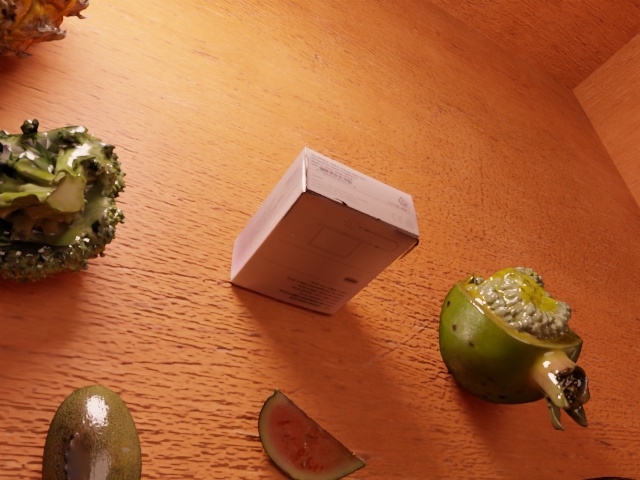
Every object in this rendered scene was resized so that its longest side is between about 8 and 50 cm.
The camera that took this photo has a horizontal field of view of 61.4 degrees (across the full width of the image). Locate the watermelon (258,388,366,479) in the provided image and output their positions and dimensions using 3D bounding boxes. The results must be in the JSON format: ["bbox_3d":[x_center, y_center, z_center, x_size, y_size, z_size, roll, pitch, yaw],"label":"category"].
[{"bbox_3d":[-0.024,0.275,0.759,0.163,0.087,0.069,42,10,-5],"label":"watermelon"}]

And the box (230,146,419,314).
[{"bbox_3d":[0.000,0.000,0.861,0.203,0.252,0.106,20,44,-25],"label":"box"}]

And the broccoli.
[{"bbox_3d":[-0.358,-0.047,0.664,0.226,0.176,0.198,-20,95,-78],"label":"broccoli"}]

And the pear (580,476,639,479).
[{"bbox_3d":[0.468,0.493,0.821,0.283,0.283,0.284,22,46,-24],"label":"pear"}]

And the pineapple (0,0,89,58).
[{"bbox_3d":[-0.491,-0.442,0.765,0.352,0.352,0.300,32,55,-14],"label":"pineapple"}]

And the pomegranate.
[{"bbox_3d":[0.354,0.194,0.977,0.260,0.261,0.341,22,22,-24],"label":"pomegranate"}]

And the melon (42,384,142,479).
[{"bbox_3d":[-0.246,0.234,0.585,0.099,0.099,0.162,8,49,-35],"label":"melon"}]
